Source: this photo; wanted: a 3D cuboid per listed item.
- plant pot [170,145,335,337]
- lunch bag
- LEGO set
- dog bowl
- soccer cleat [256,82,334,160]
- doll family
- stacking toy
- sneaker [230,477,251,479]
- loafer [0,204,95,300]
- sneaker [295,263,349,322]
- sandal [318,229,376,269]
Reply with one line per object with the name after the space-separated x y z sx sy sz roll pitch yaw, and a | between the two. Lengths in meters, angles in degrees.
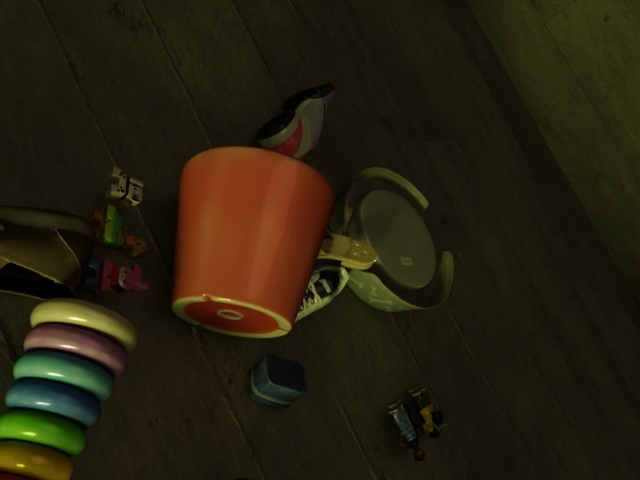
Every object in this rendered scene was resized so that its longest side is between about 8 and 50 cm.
-0.123 0.017 0.966 0.274 0.274 0.243 26 60 -32 | plant pot
-0.074 0.245 1.007 0.098 0.065 0.067 27 34 -30 | lunch bag
-0.307 0.007 0.912 0.093 0.087 0.227 23 45 -38 | LEGO set
0.159 0.007 1.356 0.348 0.102 0.349 23 52 -33 | dog bowl
-0.039 -0.263 1.345 0.117 0.108 0.318 63 34 -26 | soccer cleat
0.199 0.373 1.196 0.193 0.076 0.112 -17 83 -44 | doll family
-0.335 0.242 0.706 0.141 0.141 0.331 30 52 -29 | stacking toy
-0.089 0.486 0.804 0.130 0.109 0.287 50 33 -47 | sneaker
-0.451 0.020 0.718 0.365 0.133 0.130 5 62 -43 | loafer
-0.031 0.105 1.121 0.237 0.086 0.085 -33 92 -48 | sneaker
0.000 -0.005 1.147 0.239 0.079 0.088 11 52 -8 | sandal
